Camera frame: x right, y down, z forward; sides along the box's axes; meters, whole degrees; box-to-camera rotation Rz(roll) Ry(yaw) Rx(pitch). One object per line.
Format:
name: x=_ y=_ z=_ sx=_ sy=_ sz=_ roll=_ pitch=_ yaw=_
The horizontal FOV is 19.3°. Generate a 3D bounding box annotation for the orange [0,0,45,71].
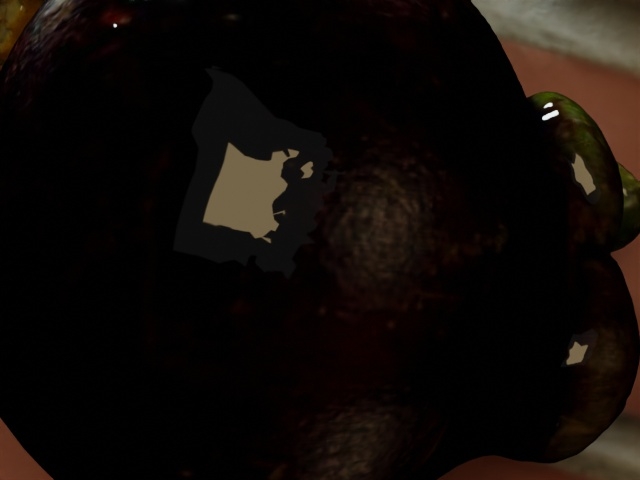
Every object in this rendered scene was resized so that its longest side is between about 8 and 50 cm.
orange: x=-0.146 y=-0.161 z=0.982 sx=0.157 sy=0.156 sz=0.134 roll=-15 pitch=34 yaw=4

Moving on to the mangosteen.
mangosteen: x=-0.012 y=0.009 z=0.847 sx=0.313 sy=0.297 sz=0.297 roll=35 pitch=82 yaw=1
